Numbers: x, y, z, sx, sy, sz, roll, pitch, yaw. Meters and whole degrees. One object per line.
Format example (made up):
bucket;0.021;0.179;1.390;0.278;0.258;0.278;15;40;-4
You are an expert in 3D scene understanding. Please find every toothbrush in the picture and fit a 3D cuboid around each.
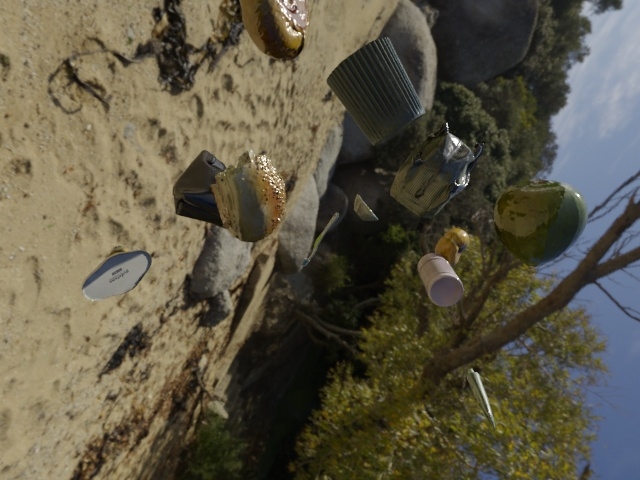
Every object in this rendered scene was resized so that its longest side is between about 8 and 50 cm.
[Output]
toothbrush;0.000;0.000;1.618;0.263;0.026;0.022;-55;-143;27

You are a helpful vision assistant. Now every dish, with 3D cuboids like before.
dish;0.120;-0.082;1.238;0.039;0.091;0.137;-38;-176;8

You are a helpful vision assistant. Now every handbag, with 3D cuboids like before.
handbag;-0.337;-0.172;1.565;0.152;0.343;0.287;-45;-150;45
handbag;0.444;-0.271;1.677;0.340;0.247;0.240;-52;172;-19

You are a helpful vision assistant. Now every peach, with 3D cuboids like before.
peach;0.560;0.027;1.876;0.179;0.103;0.179;-35;141;-35

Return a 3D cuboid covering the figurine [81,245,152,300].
figurine;-0.748;0.094;1.564;0.250;0.141;0.166;-28;136;-40

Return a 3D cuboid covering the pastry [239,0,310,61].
pastry;-0.159;-0.786;1.477;0.356;0.164;0.355;16;72;-61

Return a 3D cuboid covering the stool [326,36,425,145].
stool;0.234;-0.584;1.774;0.297;0.330;0.297;-32;-178;1

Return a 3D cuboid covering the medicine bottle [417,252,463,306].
medicine bottle;0.460;0.147;1.713;0.133;0.133;0.249;-60;-172;17

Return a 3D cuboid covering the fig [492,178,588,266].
fig;0.755;-0.055;1.526;0.316;0.316;0.316;-61;-179;2

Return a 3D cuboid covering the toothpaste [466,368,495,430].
toothpaste;0.503;0.487;1.376;0.041;0.064;0.218;-20;-152;9

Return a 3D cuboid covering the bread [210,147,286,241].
bread;-0.171;-0.094;1.099;0.171;0.191;0.314;-17;178;-17
